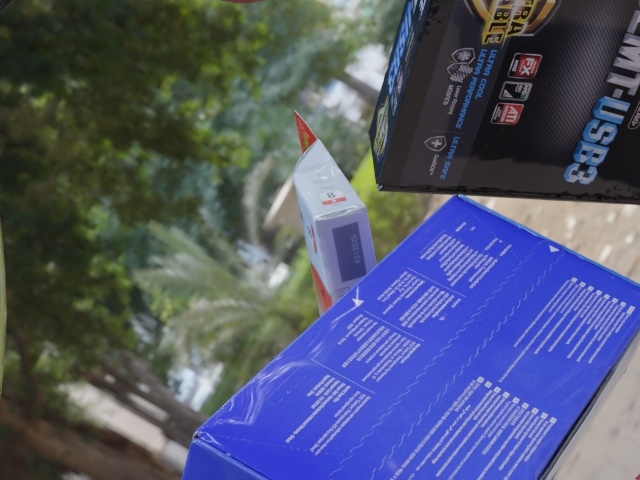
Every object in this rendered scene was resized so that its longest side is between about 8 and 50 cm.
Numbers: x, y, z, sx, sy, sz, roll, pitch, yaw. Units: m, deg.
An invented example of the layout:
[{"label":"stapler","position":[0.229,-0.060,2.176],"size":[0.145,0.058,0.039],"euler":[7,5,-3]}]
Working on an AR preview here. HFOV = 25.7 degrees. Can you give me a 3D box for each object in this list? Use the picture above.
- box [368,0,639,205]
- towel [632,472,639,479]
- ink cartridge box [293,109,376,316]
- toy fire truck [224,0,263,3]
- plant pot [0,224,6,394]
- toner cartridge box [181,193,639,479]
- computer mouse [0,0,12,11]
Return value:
[{"label":"box","position":[0.209,-0.150,1.106],"size":[0.295,0.293,0.073],"euler":[105,165,-49]},{"label":"towel","position":[0.260,0.241,1.142],"size":[0.275,0.031,0.199],"euler":[-45,4,-5]},{"label":"ink cartridge box","position":[0.000,0.000,1.063],"size":[0.179,0.045,0.145],"euler":[-126,21,-57]},{"label":"toy fire truck","position":[-0.090,-0.381,1.411],"size":[0.254,0.302,0.169],"euler":[-31,60,50]},{"label":"plant pot","position":[-0.299,0.012,0.443],"size":[0.275,0.293,0.275],"euler":[-9,-90,-74]},{"label":"toner cartridge box","position":[0.074,0.097,0.859],"size":[0.348,0.165,0.075],"euler":[-39,-27,-51]},{"label":"computer mouse","position":[-0.405,-0.227,1.298],"size":[0.184,0.060,0.262],"euler":[-44,-16,6]}]
